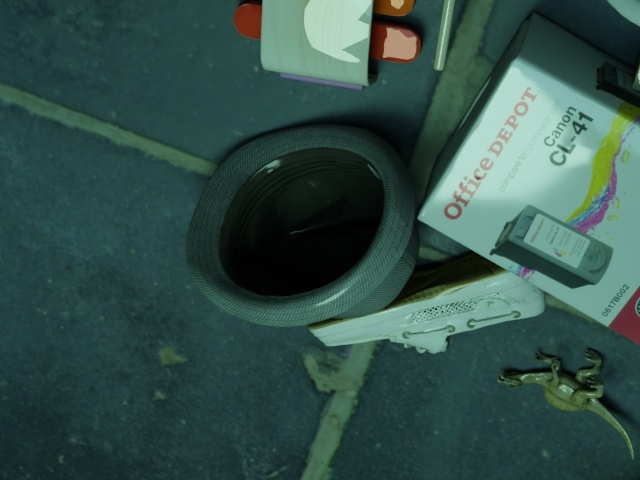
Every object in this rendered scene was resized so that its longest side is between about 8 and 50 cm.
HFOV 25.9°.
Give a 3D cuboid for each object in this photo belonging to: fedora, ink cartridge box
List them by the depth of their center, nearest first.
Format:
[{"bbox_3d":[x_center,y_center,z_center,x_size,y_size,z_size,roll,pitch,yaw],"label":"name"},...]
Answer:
[{"bbox_3d":[0.288,-0.055,1.446,0.306,0.131,0.226,28,122,-3],"label":"ink cartridge box"},{"bbox_3d":[0.000,0.000,1.535,0.275,0.243,0.124,0,153,34],"label":"fedora"}]

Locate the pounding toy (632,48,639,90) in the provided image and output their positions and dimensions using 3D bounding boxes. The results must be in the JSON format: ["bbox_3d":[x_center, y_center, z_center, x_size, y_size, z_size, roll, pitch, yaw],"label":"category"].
[{"bbox_3d":[0.382,-0.173,1.370,0.130,0.100,0.141,18,121,6],"label":"pounding toy"}]

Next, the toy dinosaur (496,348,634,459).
[{"bbox_3d":[0.302,0.176,1.626,0.183,0.053,0.092,27,138,9],"label":"toy dinosaur"}]

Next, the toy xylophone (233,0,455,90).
[{"bbox_3d":[0.036,-0.286,1.414,0.236,0.081,0.322,17,121,6],"label":"toy xylophone"}]

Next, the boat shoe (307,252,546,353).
[{"bbox_3d":[0.122,0.088,1.588,0.277,0.098,0.096,-15,112,21],"label":"boat shoe"}]

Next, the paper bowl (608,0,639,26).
[{"bbox_3d":[0.383,-0.298,1.226,0.284,0.284,0.148,-38,147,29],"label":"paper bowl"}]
